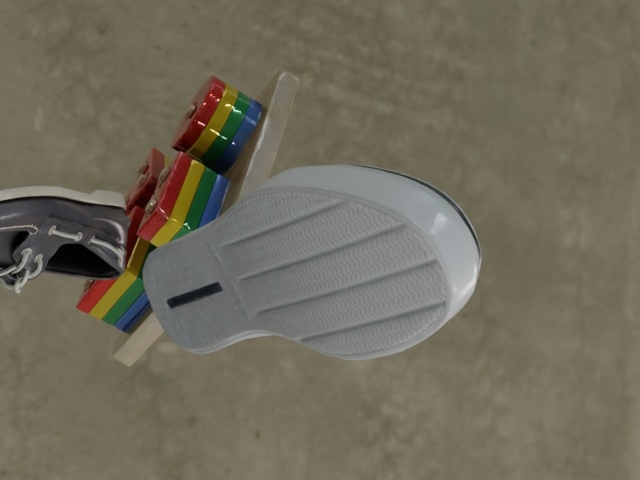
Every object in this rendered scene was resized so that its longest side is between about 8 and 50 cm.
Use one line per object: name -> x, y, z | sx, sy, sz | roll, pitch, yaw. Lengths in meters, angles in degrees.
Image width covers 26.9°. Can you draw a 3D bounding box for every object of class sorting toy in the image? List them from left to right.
sorting toy -> -0.147, -0.041, 1.405 | 0.089, 0.257, 0.255 | 31, 44, -15

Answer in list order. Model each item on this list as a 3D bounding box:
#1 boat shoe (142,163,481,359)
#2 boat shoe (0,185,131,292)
boat shoe -> 0.000, 0.000, 0.865 | 0.119, 0.335, 0.121 | -32, 103, -31
boat shoe -> -0.193, 0.001, 0.905 | 0.206, 0.075, 0.065 | -3, 82, -66
